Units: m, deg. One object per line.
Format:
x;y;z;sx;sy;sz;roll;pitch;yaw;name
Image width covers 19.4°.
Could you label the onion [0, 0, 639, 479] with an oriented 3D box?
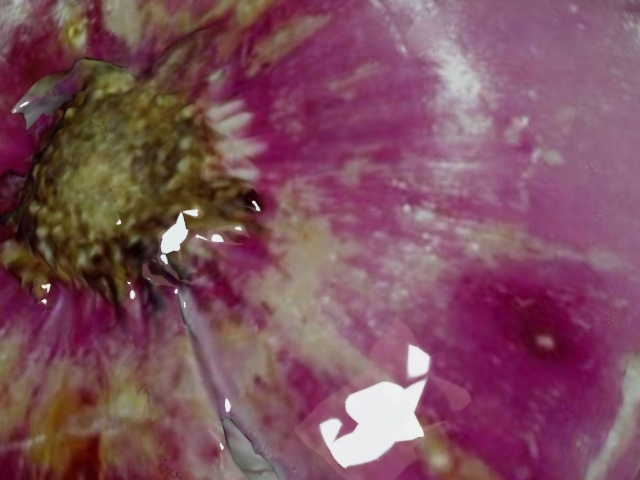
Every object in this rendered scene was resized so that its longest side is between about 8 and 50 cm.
-0.008;-0.004;0.434;0.201;0.207;0.200;5;81;-37;onion
